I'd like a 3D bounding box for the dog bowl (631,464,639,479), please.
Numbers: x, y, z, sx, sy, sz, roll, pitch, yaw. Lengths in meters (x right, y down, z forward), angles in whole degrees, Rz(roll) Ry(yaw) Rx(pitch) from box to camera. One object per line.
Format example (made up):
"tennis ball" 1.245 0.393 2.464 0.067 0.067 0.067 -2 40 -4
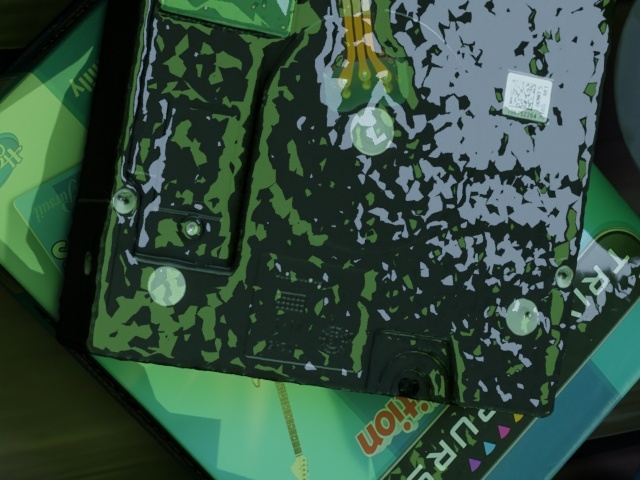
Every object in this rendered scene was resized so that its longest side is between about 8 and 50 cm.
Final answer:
"dog bowl" 0.282 0.173 1.043 0.297 0.166 0.074 35 58 -28

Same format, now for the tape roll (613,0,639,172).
"tape roll" 0.240 -0.085 0.940 0.189 0.189 0.080 55 31 -16

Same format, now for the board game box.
"board game box" 0.000 0.000 0.983 0.254 0.079 0.336 -47 108 -13

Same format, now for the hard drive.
"hard drive" 0.020 -0.100 0.908 0.237 0.064 0.339 9 89 -23
